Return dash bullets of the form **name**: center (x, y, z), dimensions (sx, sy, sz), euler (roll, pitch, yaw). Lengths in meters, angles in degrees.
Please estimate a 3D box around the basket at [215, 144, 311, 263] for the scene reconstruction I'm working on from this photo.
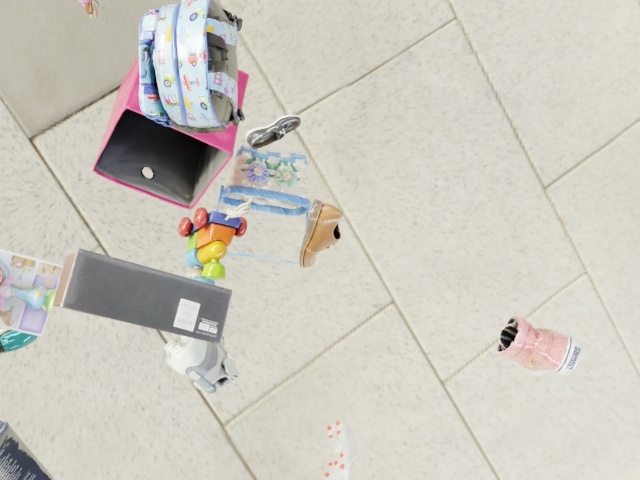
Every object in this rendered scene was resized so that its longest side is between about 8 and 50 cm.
- **basket**: center (-0.150, -0.092, 1.986), dimensions (0.255, 0.201, 0.289), euler (6, 86, -12)

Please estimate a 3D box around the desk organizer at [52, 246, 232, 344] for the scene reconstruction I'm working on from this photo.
- **desk organizer**: center (-0.144, 0.047, 0.622), dimensions (0.130, 0.050, 0.047), euler (18, 76, -26)

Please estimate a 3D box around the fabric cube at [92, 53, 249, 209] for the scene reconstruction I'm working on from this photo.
- **fabric cube**: center (-0.345, -0.274, 1.771), dimensions (0.254, 0.259, 0.258), euler (22, 51, -22)

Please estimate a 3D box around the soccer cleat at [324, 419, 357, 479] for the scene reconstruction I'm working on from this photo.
- **soccer cleat**: center (0.055, 0.498, 1.737), dimensions (0.068, 0.196, 0.076), euler (-33, 124, 28)

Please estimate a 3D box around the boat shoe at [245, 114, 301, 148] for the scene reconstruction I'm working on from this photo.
- **boat shoe**: center (-0.096, -0.230, 1.629), dimensions (0.125, 0.038, 0.046), euler (-19, 144, -8)

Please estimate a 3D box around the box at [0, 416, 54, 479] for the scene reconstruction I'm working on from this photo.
- **box**: center (-0.686, 0.396, 1.349), dimensions (0.293, 0.395, 0.212), euler (26, 60, 9)

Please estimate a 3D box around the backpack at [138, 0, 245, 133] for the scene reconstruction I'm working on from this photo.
- **backpack**: center (-0.153, -0.205, 0.895), dimensions (0.117, 0.173, 0.158), euler (0, 97, 0)

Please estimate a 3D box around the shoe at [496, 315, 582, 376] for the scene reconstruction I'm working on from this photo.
- **shoe**: center (0.262, 0.130, 0.969), dimensions (0.081, 0.178, 0.063), euler (23, 85, 3)

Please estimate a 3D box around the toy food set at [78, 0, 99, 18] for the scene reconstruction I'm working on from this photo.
- **toy food set**: center (-0.418, -0.442, 1.368), dimensions (0.019, 0.122, 0.078), euler (-3, 68, -4)

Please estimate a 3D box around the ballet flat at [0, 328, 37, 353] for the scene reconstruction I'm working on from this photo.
- **ballet flat**: center (-0.665, 0.207, 1.570), dimensions (0.168, 0.052, 0.057), euler (-23, 130, -35)

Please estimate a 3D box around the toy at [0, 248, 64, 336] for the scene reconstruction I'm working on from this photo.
- **toy**: center (-0.581, 0.080, 1.336), dimensions (0.237, 0.056, 0.137), euler (19, 87, -30)

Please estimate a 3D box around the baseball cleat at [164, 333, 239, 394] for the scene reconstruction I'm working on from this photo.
- **baseball cleat**: center (-0.154, 0.140, 1.029), dimensions (0.072, 0.206, 0.109), euler (-34, 105, 14)

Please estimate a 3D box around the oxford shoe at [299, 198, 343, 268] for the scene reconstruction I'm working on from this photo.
- **oxford shoe**: center (0.000, 0.000, 1.590), dimensions (0.076, 0.212, 0.076), euler (15, 56, -3)

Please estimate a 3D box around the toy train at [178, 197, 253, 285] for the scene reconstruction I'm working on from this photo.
- **toy train**: center (-0.198, 0.013, 1.486), dimensions (0.105, 0.248, 0.143), euler (13, 72, -28)
